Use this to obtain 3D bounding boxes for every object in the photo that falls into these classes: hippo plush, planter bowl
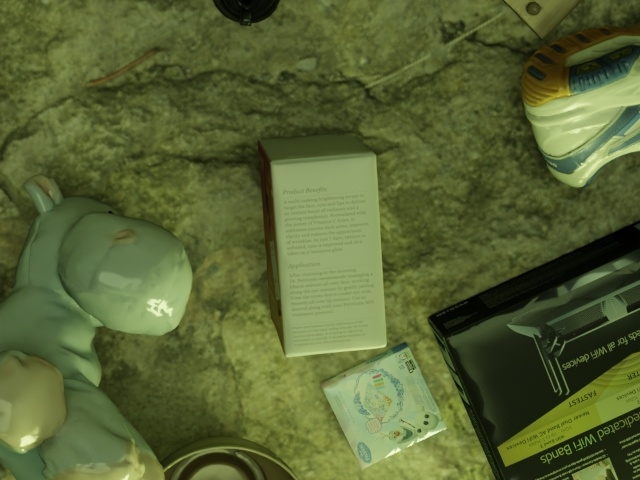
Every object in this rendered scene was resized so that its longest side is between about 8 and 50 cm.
[{"bbox_3d":[-0.207,0.092,1.406,0.234,0.294,0.236,47,67,-35],"label":"hippo plush"},{"bbox_3d":[-0.090,0.245,1.482,0.162,0.109,0.162,-1,102,-6],"label":"planter bowl"}]

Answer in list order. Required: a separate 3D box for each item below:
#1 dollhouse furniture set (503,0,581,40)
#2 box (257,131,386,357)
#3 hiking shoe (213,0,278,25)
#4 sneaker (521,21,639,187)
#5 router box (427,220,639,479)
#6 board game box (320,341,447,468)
[{"bbox_3d":[0.199,-0.259,1.390,0.144,0.151,0.123,43,94,-11],"label":"dollhouse furniture set"},{"bbox_3d":[0.000,0.000,1.430,0.091,0.130,0.170,-5,102,-5],"label":"box"},{"bbox_3d":[-0.046,-0.292,1.370,0.086,0.114,0.227,1,102,-8],"label":"hiking shoe"},{"bbox_3d":[0.325,-0.143,1.469,0.296,0.112,0.131,-18,121,-2],"label":"sneaker"},{"bbox_3d":[0.288,0.123,1.518,0.308,0.081,0.243,-24,104,-2],"label":"router box"},{"bbox_3d":[0.059,0.154,1.527,0.090,0.020,0.090,-26,104,-2],"label":"board game box"}]
